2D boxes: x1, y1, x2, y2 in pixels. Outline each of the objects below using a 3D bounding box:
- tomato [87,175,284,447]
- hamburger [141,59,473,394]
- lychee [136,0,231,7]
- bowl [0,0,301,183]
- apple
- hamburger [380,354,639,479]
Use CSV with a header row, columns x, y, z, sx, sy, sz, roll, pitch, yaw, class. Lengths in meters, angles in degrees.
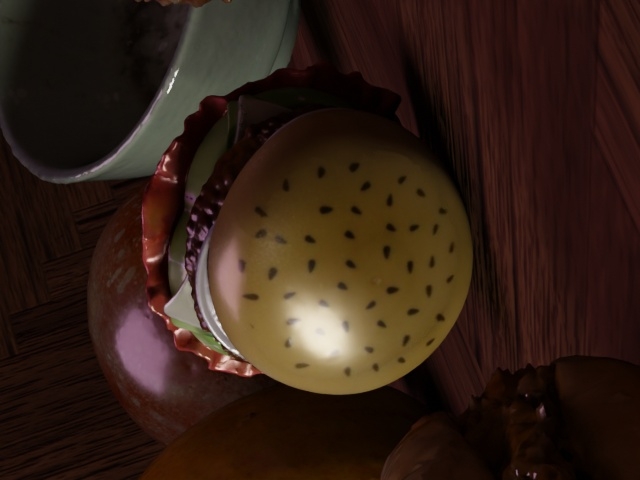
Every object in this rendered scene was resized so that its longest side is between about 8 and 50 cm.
x,y,z,sx,sy,sz,roll,pitch,yaw,class
-0.082,0.059,1.658,0.270,0.222,0.270,-2,-90,-77,tomato
-0.002,0.003,1.003,0.137,0.175,0.175,35,146,63,hamburger
-0.065,-0.187,0.902,0.197,0.165,0.165,0,111,61,lychee
-0.108,-0.169,1.437,0.289,0.146,0.289,-19,66,49,bowl
-0.006,0.254,1.471,0.299,0.275,0.299,155,90,-86,apple
0.091,0.141,0.636,0.214,0.108,0.214,163,90,-87,hamburger
